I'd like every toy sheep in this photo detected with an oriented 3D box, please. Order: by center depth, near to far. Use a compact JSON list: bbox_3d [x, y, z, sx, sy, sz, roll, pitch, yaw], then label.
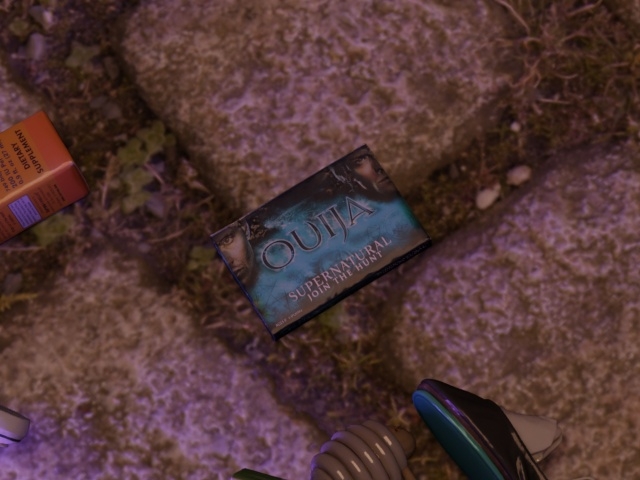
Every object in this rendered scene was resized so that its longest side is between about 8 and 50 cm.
[{"bbox_3d":[0.036,0.217,1.611,0.132,0.091,0.091,-32,70,-27],"label":"toy sheep"}]

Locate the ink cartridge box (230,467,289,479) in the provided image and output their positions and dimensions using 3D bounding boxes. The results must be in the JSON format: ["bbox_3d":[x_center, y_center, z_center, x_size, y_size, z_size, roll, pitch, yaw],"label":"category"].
[{"bbox_3d":[-0.048,0.321,1.553,0.109,0.062,0.209,15,93,8],"label":"ink cartridge box"}]

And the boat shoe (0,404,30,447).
[{"bbox_3d":[-0.388,0.174,1.670,0.226,0.083,0.076,15,83,21],"label":"boat shoe"}]

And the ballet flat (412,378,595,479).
[{"bbox_3d":[0.198,0.229,1.597,0.096,0.095,0.280,-32,81,-18],"label":"ballet flat"}]

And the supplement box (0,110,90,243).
[{"bbox_3d":[-0.356,-0.033,1.736,0.233,0.080,0.078,-31,68,-5],"label":"supplement box"}]

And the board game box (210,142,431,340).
[{"bbox_3d":[0.000,0.000,1.723,0.186,0.026,0.126,-31,71,-7],"label":"board game box"}]
